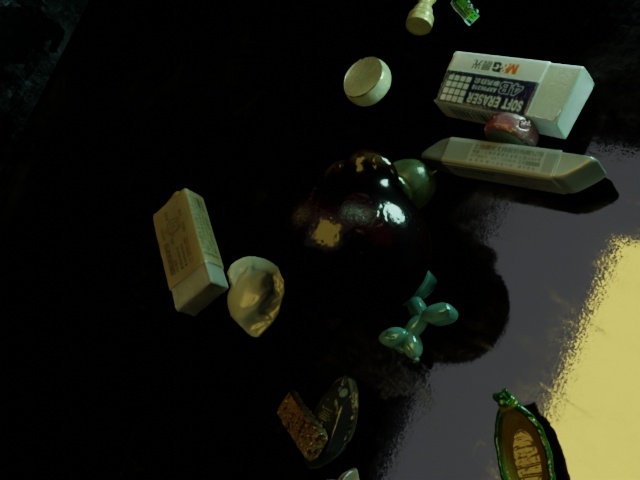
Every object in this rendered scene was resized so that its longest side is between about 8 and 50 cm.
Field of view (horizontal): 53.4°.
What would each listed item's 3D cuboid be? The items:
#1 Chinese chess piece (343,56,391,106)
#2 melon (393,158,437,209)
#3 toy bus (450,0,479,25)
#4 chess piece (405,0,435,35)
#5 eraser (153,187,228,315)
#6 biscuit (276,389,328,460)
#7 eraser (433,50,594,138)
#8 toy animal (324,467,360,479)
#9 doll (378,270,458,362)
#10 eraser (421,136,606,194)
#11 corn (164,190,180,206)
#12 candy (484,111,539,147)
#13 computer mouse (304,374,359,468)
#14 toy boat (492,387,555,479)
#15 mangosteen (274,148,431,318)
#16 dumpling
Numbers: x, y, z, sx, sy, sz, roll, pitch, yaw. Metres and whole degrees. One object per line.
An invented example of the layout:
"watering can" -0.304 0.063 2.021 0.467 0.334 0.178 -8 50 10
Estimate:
"Chinese chess piece" 0.115 -0.387 1.554 0.122 0.051 0.122 -19 56 32
"melon" 0.172 -0.110 1.331 0.167 0.114 0.114 -27 55 31
"toy bus" 0.332 -0.533 1.461 0.037 0.031 0.083 -45 48 26
"chess piece" 0.247 -0.560 1.523 0.066 0.066 0.122 0 64 39
"eraser" -0.353 0.025 1.716 0.144 0.078 0.344 -38 51 20
"biscuit" -0.039 0.364 1.264 0.064 0.034 0.199 -61 22 1
"eraser" 0.378 -0.294 1.271 0.287 0.086 0.130 26 88 43
"toy animal" 0.058 0.520 1.099 0.250 0.166 0.154 42 141 48
"doll" 0.183 0.152 1.234 0.158 0.059 0.159 -35 53 19
"eraser" 0.355 -0.144 1.216 0.351 0.089 0.061 18 85 42
"corn" -0.436 -0.104 1.872 0.092 0.037 0.037 -48 48 8
"candy" 0.368 -0.206 1.225 0.103 0.103 0.043 19 78 43
"computer mouse" 0.028 0.363 1.252 0.192 0.062 0.105 -63 25 -8
"toy boat" 0.322 0.352 1.006 0.088 0.088 0.230 -24 56 27
"mangosteen" 0.068 -0.008 1.174 0.297 0.296 0.314 39 114 43
"dumpling" -0.154 0.126 1.505 0.150 0.092 0.177 -23 50 13
